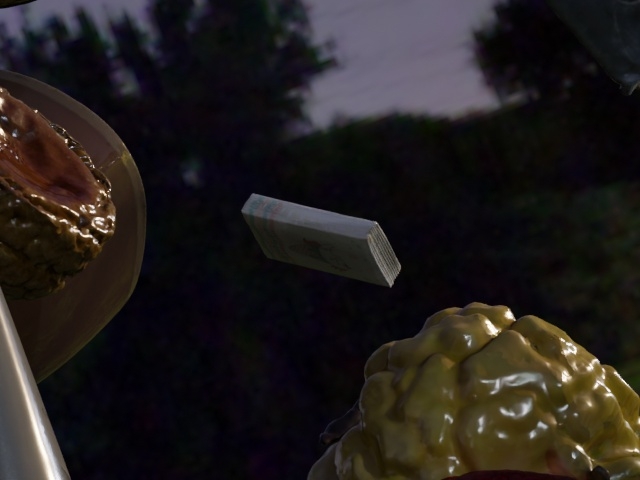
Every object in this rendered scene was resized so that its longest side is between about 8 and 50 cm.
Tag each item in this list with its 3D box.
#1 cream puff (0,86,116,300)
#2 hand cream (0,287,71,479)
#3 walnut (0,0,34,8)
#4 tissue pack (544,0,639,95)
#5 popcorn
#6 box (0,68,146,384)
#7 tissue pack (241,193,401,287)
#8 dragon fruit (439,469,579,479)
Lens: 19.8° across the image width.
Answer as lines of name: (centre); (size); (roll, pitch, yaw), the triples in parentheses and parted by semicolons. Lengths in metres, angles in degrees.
cream puff: (-0.259, -0.008, 1.308); (0.169, 0.183, 0.183); (-48, -11, 16)
hand cream: (-0.111, 0.075, 0.619); (0.054, 0.186, 0.087); (-5, -35, -22)
walnut: (-0.183, -0.207, 0.895); (0.165, 0.197, 0.165); (-49, 16, 20)
tissue pack: (0.181, -0.232, 1.145); (0.173, 0.235, 0.073); (-41, -5, 21)
popcorn: (0.145, 0.218, 1.764); (0.349, 0.349, 0.381); (-20, 23, -16)
box: (-0.334, 0.012, 1.734); (0.301, 0.301, 0.216); (-23, 21, 39)
tissue pack: (0.000, 0.000, 1.258); (0.108, 0.056, 0.023); (12, 58, 35)
dragon fruit: (0.131, 0.298, 1.521); (0.317, 0.152, 0.205); (-21, -40, 4)
